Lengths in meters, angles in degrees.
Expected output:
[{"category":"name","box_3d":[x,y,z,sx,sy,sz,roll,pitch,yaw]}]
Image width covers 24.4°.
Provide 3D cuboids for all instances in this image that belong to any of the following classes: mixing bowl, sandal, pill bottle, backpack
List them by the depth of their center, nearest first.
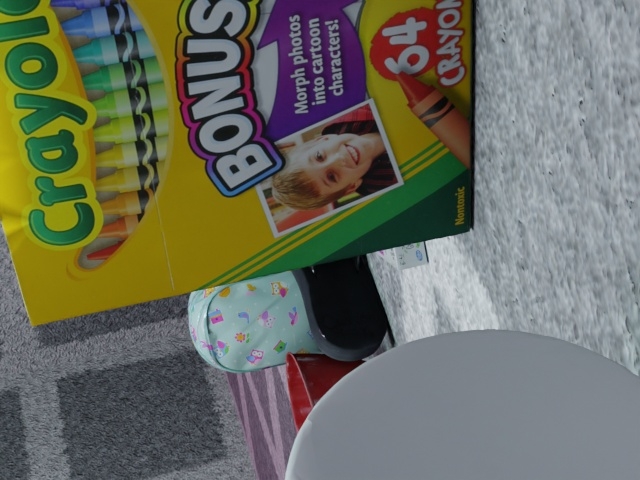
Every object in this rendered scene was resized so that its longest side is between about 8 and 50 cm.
[{"category":"pill bottle","box_3d":[0.092,0.250,0.783,0.224,0.224,0.392,-113,12,-48]},{"category":"mixing bowl","box_3d":[0.034,0.187,1.470,0.181,0.098,0.181,166,90,-81]},{"category":"sandal","box_3d":[0.001,0.000,1.471,0.254,0.097,0.054,61,153,28]},{"category":"backpack","box_3d":[-0.053,0.070,1.575,0.115,0.182,0.152,-151,49,-78]}]

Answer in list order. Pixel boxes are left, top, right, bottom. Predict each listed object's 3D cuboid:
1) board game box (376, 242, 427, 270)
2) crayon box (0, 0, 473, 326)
[{"category":"board game box","box_3d":[0.051,-0.040,1.260,0.154,0.026,0.103,-140,37,-76]},{"category":"crayon box","box_3d":[-0.067,-0.132,0.928,0.106,0.313,0.363,-112,12,-46]}]
